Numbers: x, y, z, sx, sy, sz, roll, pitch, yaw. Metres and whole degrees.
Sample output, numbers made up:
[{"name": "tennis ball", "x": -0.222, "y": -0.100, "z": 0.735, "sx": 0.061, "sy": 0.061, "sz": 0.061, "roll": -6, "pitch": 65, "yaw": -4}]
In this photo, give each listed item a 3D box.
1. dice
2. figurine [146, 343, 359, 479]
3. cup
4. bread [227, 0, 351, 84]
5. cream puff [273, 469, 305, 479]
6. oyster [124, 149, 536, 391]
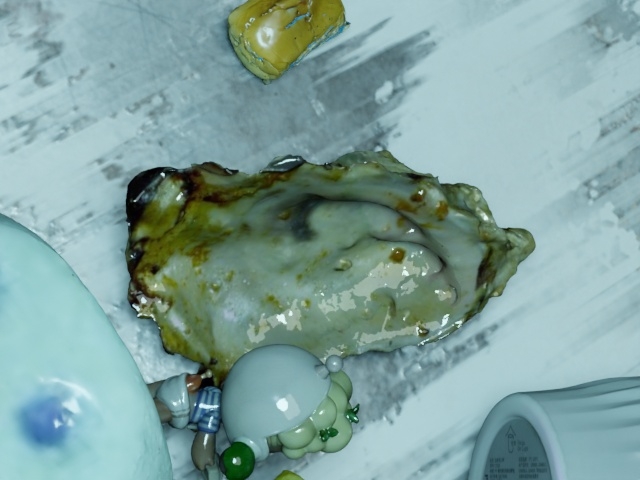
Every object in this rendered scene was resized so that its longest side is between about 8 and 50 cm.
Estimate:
[{"name": "dice", "x": -0.280, "y": 0.154, "z": 1.051, "sx": 0.265, "sy": 0.268, "sz": 0.262, "roll": -29, "pitch": 79, "yaw": -32}, {"name": "figurine", "x": -0.066, "y": 0.137, "z": 1.203, "sx": 0.197, "sy": 0.147, "sz": 0.093, "roll": -14, "pitch": 117, "yaw": 16}, {"name": "cup", "x": 0.331, "y": 0.235, "z": 1.292, "sx": 0.371, "sy": 0.253, "sz": 0.253, "roll": 5, "pitch": 80, "yaw": -17}, {"name": "bread", "x": -0.029, "y": -0.191, "z": 1.338, "sx": 0.106, "sy": 0.053, "sz": 0.072, "roll": -37, "pitch": 98, "yaw": -26}, {"name": "cream puff", "x": -0.040, "y": 0.308, "z": 1.165, "sx": 0.282, "sy": 0.185, "sz": 0.282, "roll": 4, "pitch": 104, "yaw": 15}, {"name": "oyster", "x": 0.011, "y": -0.004, "z": 1.278, "sx": 0.361, "sy": 0.096, "sz": 0.221, "roll": -15, "pitch": 129, "yaw": -14}]
